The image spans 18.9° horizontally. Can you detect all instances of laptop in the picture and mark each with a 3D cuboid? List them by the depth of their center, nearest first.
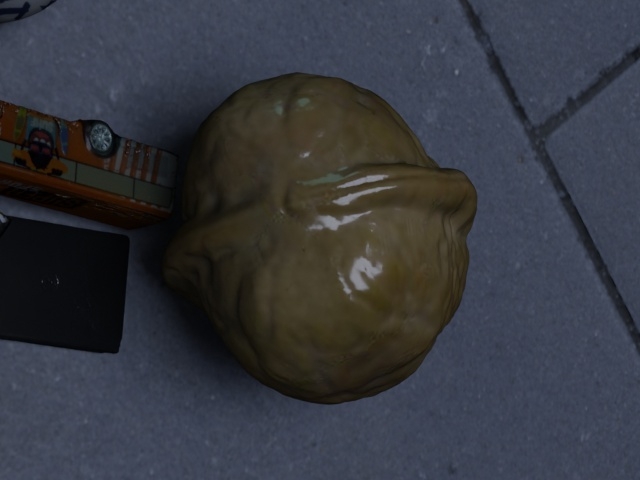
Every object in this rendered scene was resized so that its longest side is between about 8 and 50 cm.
[{"bbox_3d":[-0.297,0.046,2.079,0.197,0.016,0.135,11,80,-36],"label":"laptop"}]

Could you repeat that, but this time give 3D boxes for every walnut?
[{"bbox_3d":[0.000,0.000,2.091,0.381,0.381,0.381,2,87,-36],"label":"walnut"}]

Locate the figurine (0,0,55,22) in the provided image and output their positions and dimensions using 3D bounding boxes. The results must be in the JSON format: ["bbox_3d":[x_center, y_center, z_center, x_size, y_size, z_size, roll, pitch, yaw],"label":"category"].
[{"bbox_3d":[-0.395,-0.284,1.913,0.382,0.261,0.186,-23,70,-17],"label":"figurine"}]

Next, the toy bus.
[{"bbox_3d":[-0.322,-0.098,1.983,0.409,0.093,0.092,16,69,-43],"label":"toy bus"}]

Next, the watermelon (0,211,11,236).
[{"bbox_3d":[-0.388,-0.032,1.989,0.135,0.125,0.094,52,30,-1],"label":"watermelon"}]
